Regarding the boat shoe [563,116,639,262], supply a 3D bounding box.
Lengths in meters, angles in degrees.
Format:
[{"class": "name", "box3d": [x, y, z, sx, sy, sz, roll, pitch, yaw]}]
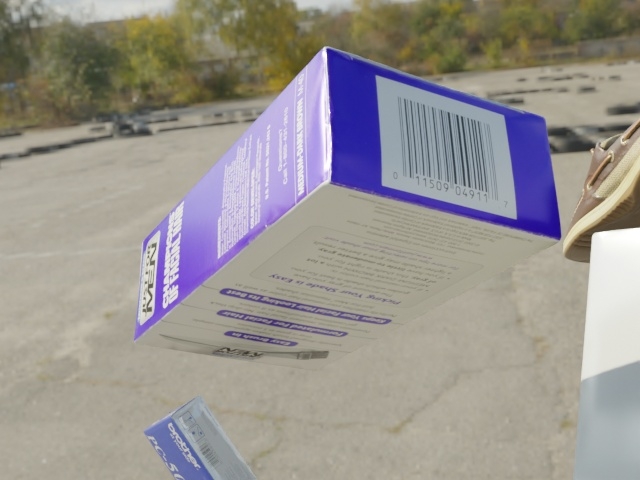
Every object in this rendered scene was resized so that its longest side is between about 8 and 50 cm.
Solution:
[{"class": "boat shoe", "box3d": [0.398, -0.079, 1.197, 0.123, 0.123, 0.342, 5, -27, -3]}]

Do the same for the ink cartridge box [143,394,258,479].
[{"class": "ink cartridge box", "box3d": [-0.109, 0.277, 1.054, 0.046, 0.207, 0.097, -33, -2, -35]}]

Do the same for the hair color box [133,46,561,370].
[{"class": "hair color box", "box3d": [0.000, 0.000, 0.739, 0.185, 0.110, 0.339, 13, -29, -27]}]

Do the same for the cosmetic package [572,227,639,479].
[{"class": "cosmetic package", "box3d": [0.352, 0.117, 0.831, 0.225, 0.224, 0.138, 13, -11, -32]}]
